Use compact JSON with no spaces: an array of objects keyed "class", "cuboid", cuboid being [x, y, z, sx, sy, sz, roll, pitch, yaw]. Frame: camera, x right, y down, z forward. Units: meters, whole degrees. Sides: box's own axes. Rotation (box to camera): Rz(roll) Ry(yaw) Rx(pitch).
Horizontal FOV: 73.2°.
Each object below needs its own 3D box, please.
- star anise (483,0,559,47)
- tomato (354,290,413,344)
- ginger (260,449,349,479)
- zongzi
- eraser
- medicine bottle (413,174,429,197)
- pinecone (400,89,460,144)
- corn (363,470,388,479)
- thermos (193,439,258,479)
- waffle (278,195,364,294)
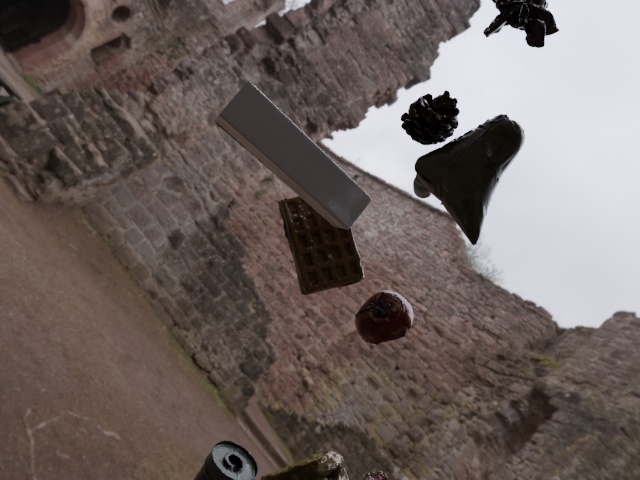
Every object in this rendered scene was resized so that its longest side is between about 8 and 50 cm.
[{"class":"star anise","cuboid":[0.592,-0.690,1.297,0.283,0.212,0.129,16,-29,-8]},{"class":"tomato","cuboid":[0.225,0.261,1.555,0.228,0.228,0.101,31,-28,55]},{"class":"ginger","cuboid":[-0.041,0.593,0.941,0.130,0.276,0.221,60,16,-61]},{"class":"zongzi","cuboid":[0.534,-0.202,1.365,0.174,0.356,0.392,47,15,-44]},{"class":"eraser","cuboid":[-0.045,-0.142,0.770,0.298,0.078,0.076,41,-8,-20]},{"class":"medicine bottle","cuboid":[0.443,-0.245,1.846,0.090,0.090,0.217,49,5,14]},{"class":"pinecone","cuboid":[0.387,-0.423,1.504,0.179,0.184,0.204,60,-1,4]},{"class":"corn","cuboid":[0.141,0.728,1.188,0.092,0.092,0.280,38,-43,46]},{"class":"thermos","cuboid":[-0.165,0.382,0.601,0.073,0.187,0.083,29,8,-25]},{"class":"waffle","cuboid":[0.000,0.000,1.400,0.098,0.224,0.327,140,-63,-70]}]
